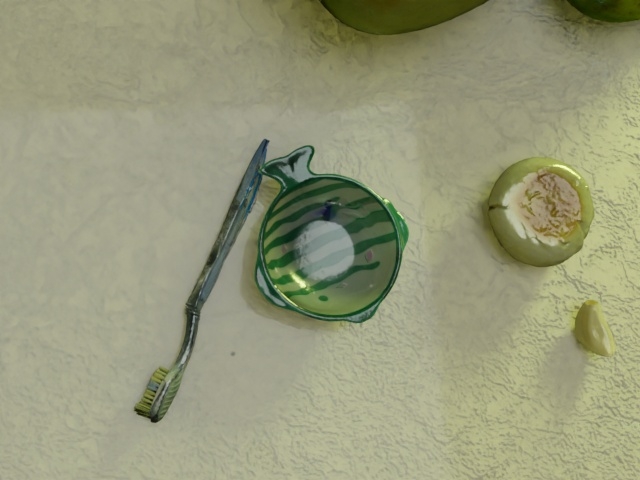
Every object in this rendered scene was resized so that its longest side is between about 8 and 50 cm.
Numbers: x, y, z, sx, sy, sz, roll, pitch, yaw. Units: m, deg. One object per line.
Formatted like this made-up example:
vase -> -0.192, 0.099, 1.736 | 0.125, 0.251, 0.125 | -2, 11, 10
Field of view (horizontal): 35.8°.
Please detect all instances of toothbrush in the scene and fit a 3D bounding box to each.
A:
toothbrush -> -0.147, 0.046, 1.324 | 0.042, 0.035, 0.413 | 18, 75, 19

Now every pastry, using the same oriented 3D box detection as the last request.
pastry -> 0.312, -0.041, 1.411 | 0.156, 0.092, 0.156 | 3, 77, -12

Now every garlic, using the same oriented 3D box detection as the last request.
garlic -> 0.391, 0.126, 1.419 | 0.041, 0.053, 0.083 | -18, 94, -16

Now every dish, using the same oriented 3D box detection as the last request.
dish -> 0.000, 0.000, 1.342 | 0.224, 0.078, 0.246 | -25, 88, -15

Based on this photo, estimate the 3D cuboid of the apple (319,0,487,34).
apple -> 0.113, -0.507, 1.272 | 0.473, 0.473, 0.474 | 2, 81, -12

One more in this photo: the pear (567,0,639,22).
pear -> 0.462, -0.466, 1.440 | 0.342, 0.238, 0.318 | 33, 67, -5
